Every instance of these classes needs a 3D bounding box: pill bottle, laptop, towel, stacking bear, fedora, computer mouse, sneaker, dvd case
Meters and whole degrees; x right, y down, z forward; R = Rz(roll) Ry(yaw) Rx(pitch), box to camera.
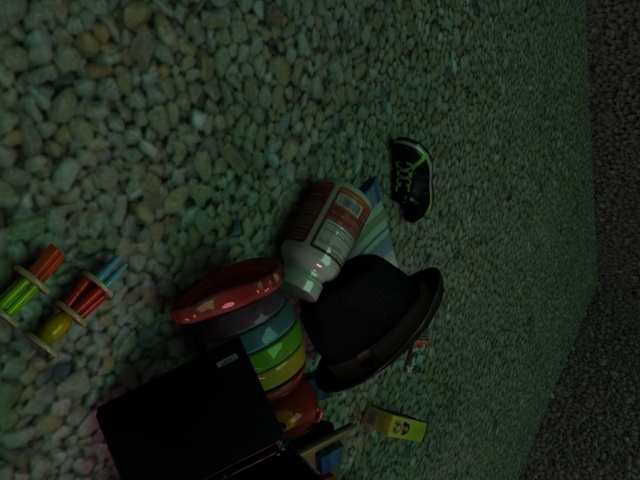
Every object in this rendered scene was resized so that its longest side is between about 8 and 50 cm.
[{"bbox_3d":[0.000,0.000,1.032,0.216,0.121,0.121,-61,140,-18],"label":"pill bottle"},{"bbox_3d":[-0.157,0.313,0.826,0.234,0.137,0.264,-26,134,0],"label":"laptop"},{"bbox_3d":[-0.013,0.317,1.188,0.119,0.029,0.067,-3,103,-52],"label":"towel"},{"bbox_3d":[0.103,0.028,1.242,0.209,0.034,0.285,-45,132,-35],"label":"towel"},{"bbox_3d":[-0.092,0.187,0.882,0.175,0.164,0.289,-21,104,1],"label":"stacking bear"},{"bbox_3d":[0.071,0.131,1.066,0.152,0.334,0.334,46,59,-9],"label":"fedora"},{"bbox_3d":[-0.084,0.386,1.100,0.262,0.060,0.184,-14,116,-37],"label":"computer mouse"},{"bbox_3d":[0.213,-0.130,1.291,0.097,0.084,0.235,-50,135,-28],"label":"sneaker"},{"bbox_3d":[0.274,0.316,1.562,0.087,0.013,0.120,15,88,-52],"label":"dvd case"}]

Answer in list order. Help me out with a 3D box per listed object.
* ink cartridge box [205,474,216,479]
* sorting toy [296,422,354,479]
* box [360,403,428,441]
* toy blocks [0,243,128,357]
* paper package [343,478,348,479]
[{"bbox_3d":[-0.185,0.349,0.919,0.165,0.065,0.333,37,70,-31],"label":"ink cartridge box"},{"bbox_3d":[-0.067,0.498,1.097,0.307,0.041,0.229,-14,130,-36],"label":"sorting toy"},{"bbox_3d":[0.200,0.488,1.465,0.232,0.087,0.058,32,73,-50],"label":"box"},{"bbox_3d":[-0.323,0.055,0.695,0.148,0.054,0.123,-54,138,-26],"label":"toy blocks"},{"bbox_3d":[0.186,0.774,1.338,0.168,0.324,0.310,-52,137,-28],"label":"paper package"}]
